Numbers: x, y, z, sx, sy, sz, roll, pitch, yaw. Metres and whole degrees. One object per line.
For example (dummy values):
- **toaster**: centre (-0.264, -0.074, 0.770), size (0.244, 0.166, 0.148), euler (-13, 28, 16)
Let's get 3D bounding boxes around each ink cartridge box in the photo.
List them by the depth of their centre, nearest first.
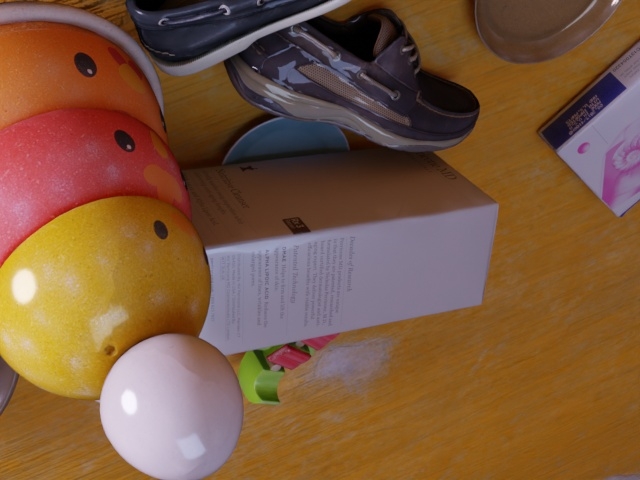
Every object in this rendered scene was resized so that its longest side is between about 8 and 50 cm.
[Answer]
- **ink cartridge box**: centre (0.543, -0.188, 1.405), size (0.324, 0.071, 0.330), euler (-44, 135, 16)

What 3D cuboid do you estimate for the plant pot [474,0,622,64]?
- **plant pot**: centre (0.294, -0.333, 1.150), size (0.236, 0.032, 0.236), euler (-16, 137, -15)

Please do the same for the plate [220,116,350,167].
- **plate**: centre (-0.050, -0.094, 1.205), size (0.188, 0.024, 0.188), euler (-15, 136, -15)

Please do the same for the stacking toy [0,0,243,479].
- **stacking toy**: centre (-0.214, 0.031, 0.862), size (0.350, 0.480, 0.351), euler (-28, 146, -21)

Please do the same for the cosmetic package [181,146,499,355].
- **cosmetic package**: centre (0.000, 0.000, 1.131), size (0.384, 0.217, 0.156), euler (-11, 122, -22)

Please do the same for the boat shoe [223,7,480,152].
- **boat shoe**: centre (0.064, -0.200, 1.083), size (0.355, 0.132, 0.130), euler (6, 128, -34)

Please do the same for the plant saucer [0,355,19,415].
- **plant saucer**: centre (-0.509, 0.180, 1.141), size (0.278, 0.041, 0.278), euler (-32, 136, -36)

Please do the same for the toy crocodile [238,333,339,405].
- **toy crocodile**: centre (-0.007, 0.113, 1.372), size (0.340, 0.105, 0.115), euler (-45, 136, 17)

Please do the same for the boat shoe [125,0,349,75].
- **boat shoe**: centre (-0.050, -0.297, 0.928), size (0.340, 0.127, 0.113), euler (-25, 151, 9)

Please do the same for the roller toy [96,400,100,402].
- **roller toy**: centre (-0.247, 0.117, 1.184), size (0.191, 0.209, 0.146), euler (34, 114, -13)
